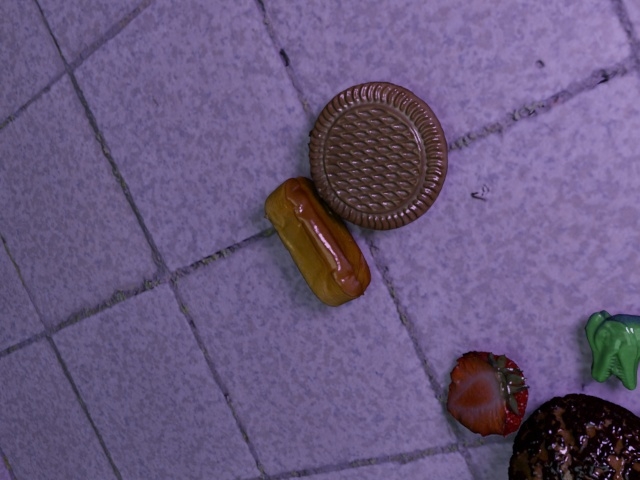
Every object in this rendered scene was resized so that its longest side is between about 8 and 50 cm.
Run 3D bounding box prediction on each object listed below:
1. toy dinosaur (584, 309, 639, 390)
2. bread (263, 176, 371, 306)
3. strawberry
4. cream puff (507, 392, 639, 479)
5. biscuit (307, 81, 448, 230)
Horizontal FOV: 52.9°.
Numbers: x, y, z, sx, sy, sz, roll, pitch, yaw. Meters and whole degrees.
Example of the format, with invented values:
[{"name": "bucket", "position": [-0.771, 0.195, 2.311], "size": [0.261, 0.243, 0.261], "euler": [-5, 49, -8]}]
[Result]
[{"name": "toy dinosaur", "position": [0.542, -0.014, 0.830], "size": [0.375, 0.144, 0.499], "euler": [6, 106, 41]}, {"name": "bread", "position": [0.000, 0.000, 1.142], "size": [0.094, 0.102, 0.245], "euler": [-34, 86, 40]}, {"name": "strawberry", "position": [0.279, 0.259, 1.069], "size": [0.187, 0.082, 0.146], "euler": [-46, 45, 52]}, {"name": "cream puff", "position": [0.399, 0.357, 0.973], "size": [0.239, 0.165, 0.239], "euler": [7, 100, 42]}, {"name": "biscuit", "position": [0.088, -0.135, 1.055], "size": [0.259, 0.079, 0.259], "euler": [10, 111, 26]}]
